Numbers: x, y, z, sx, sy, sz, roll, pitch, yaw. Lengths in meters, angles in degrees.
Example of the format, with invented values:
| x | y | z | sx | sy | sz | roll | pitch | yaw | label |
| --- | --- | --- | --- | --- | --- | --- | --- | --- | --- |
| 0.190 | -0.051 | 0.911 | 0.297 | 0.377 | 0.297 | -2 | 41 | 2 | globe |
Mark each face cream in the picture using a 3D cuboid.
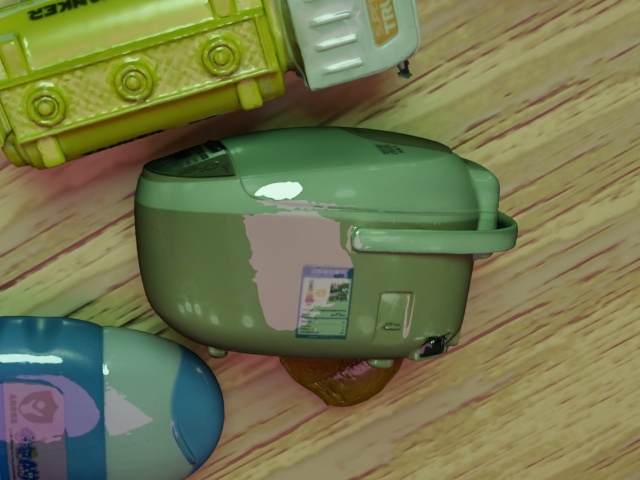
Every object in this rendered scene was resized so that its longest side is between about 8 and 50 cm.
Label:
| x | y | z | sx | sy | sz | roll | pitch | yaw | label |
| --- | --- | --- | --- | --- | --- | --- | --- | --- | --- |
| -0.190 | 0.112 | 0.708 | 0.264 | 0.083 | 0.149 | -2 | 122 | -9 | face cream |

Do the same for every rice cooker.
| x | y | z | sx | sy | sz | roll | pitch | yaw | label |
| --- | --- | --- | --- | --- | --- | --- | --- | --- | --- |
| 0.000 | 0.000 | 0.640 | 0.206 | 0.145 | 0.127 | 6 | 101 | -14 | rice cooker |

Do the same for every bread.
| x | y | z | sx | sy | sz | roll | pitch | yaw | label |
| --- | --- | --- | --- | --- | --- | --- | --- | --- | --- |
| 0.013 | 0.066 | 0.741 | 0.081 | 0.046 | 0.083 | -12 | 122 | 0 | bread |

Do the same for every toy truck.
| x | y | z | sx | sy | sz | roll | pitch | yaw | label |
| --- | --- | --- | --- | --- | --- | --- | --- | --- | --- |
| -0.061 | -0.107 | 0.590 | 0.226 | 0.114 | 0.098 | -16 | 120 | -1 | toy truck |
